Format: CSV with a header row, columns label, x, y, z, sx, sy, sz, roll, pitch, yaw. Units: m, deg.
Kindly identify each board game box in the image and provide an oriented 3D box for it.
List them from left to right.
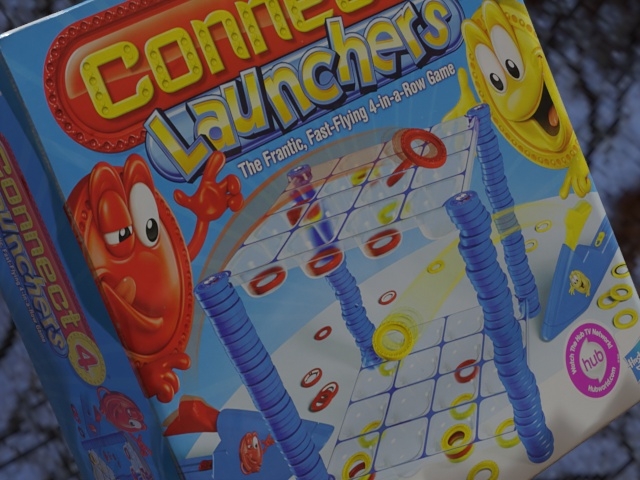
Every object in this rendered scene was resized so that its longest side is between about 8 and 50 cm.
label,x,y,z,sx,sy,sz,roll,pitch,yaw
board game box,0.000,0.000,0.949,0.308,0.086,0.302,-29,-79,-37
